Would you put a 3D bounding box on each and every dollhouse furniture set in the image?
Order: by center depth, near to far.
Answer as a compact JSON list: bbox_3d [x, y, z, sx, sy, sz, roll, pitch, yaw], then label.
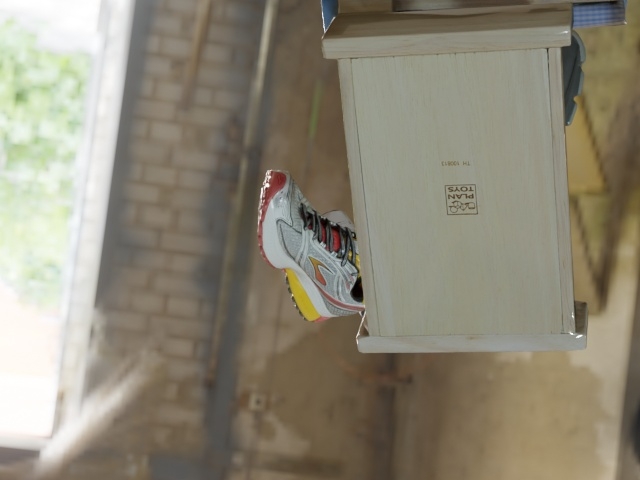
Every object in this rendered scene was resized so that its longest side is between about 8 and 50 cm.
[{"bbox_3d":[0.151,-0.089,1.027,0.286,0.198,0.303,-1,-154,12],"label":"dollhouse furniture set"}]

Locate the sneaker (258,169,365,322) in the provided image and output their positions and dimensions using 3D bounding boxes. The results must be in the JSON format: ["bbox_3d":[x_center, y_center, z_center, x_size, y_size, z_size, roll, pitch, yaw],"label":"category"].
[{"bbox_3d":[0.000,0.000,1.656,0.093,0.088,0.225,-7,144,20],"label":"sneaker"}]

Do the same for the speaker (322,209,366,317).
[{"bbox_3d":[0.040,0.028,1.917,0.055,0.055,0.136,12,-144,-49],"label":"speaker"}]

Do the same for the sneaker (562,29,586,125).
[{"bbox_3d":[0.132,-0.069,1.354,0.106,0.267,0.101,28,-175,-5],"label":"sneaker"}]
